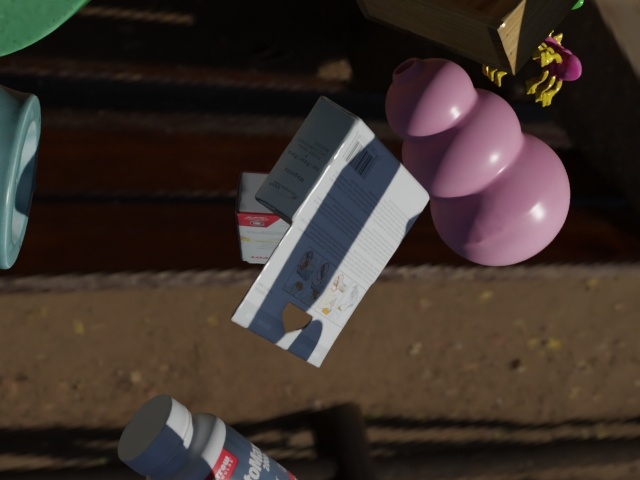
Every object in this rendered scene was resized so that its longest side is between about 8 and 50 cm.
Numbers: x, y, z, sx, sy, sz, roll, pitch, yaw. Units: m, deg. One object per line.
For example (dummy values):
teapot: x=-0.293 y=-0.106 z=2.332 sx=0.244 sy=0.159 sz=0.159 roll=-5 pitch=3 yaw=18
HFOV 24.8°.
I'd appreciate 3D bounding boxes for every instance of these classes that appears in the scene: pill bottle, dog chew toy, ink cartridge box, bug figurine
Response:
pill bottle: x=-0.116 y=0.241 z=1.502 sx=0.108 sy=0.108 sz=0.180 roll=-33 pitch=119 yaw=31
dog chew toy: x=0.212 y=-0.123 z=2.091 sx=0.206 sy=0.206 sz=0.332 roll=-29 pitch=113 yaw=24
ink cartridge box: x=-0.056 y=-0.030 z=2.128 sx=0.127 sy=0.072 sz=0.175 roll=3 pitch=157 yaw=1
ink cartridge box: x=0.000 y=0.000 z=1.567 sx=0.239 sy=0.060 sz=0.275 roll=-56 pitch=155 yaw=-2
bug figurine: x=0.265 y=-0.305 z=1.869 sx=0.072 sy=0.216 sz=0.279 roll=-24 pitch=138 yaw=-16

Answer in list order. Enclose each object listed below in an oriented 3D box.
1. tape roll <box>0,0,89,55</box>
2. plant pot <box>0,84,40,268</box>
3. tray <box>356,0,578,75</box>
tape roll: x=-0.294 y=-0.300 z=1.117 sx=0.321 sy=0.077 sz=0.321 roll=4 pitch=114 yaw=8
plant pot: x=-0.423 y=-0.077 z=1.476 sx=0.255 sy=0.272 sz=0.272 roll=9 pitch=150 yaw=-5
tray: x=0.235 y=-0.359 z=1.495 sx=0.411 sy=0.203 sz=0.076 roll=-48 pitch=140 yaw=-17
